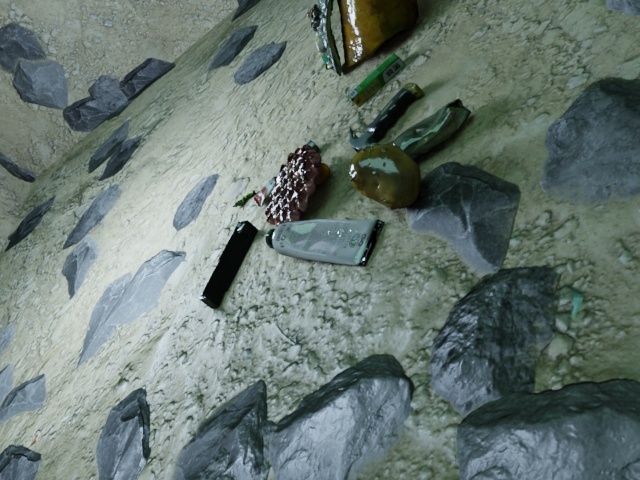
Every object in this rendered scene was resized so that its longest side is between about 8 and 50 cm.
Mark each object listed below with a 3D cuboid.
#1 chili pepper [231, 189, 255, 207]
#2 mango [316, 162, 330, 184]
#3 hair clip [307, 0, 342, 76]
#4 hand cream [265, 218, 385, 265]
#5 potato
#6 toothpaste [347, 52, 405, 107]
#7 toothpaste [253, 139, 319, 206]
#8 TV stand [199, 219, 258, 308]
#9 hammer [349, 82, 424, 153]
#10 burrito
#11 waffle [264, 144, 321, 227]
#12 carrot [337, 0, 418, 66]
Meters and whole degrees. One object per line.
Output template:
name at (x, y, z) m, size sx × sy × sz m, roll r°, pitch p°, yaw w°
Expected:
chili pepper at (-0.227, -0.123, 2.192) m, size 0.083 × 0.022 × 0.027 m, roll -36°, pitch 30°, yaw 10°
mango at (-0.011, -0.173, 1.959) m, size 0.089 × 0.046 × 0.060 m, roll -25°, pitch 38°, yaw 39°
hair clip at (0.008, -0.654, 2.238) m, size 0.091 × 0.321 × 0.138 m, roll -8°, pitch 33°, yaw -1°
hand cream at (0.000, 0.000, 1.735) m, size 0.336 × 0.076 × 0.121 m, roll 2°, pitch 60°, yaw 44°
potato at (0.147, -0.143, 1.634) m, size 0.176 × 0.137 × 0.137 m, roll 32°, pitch 78°, yaw 25°
toothpaste at (0.156, -0.451, 2.089) m, size 0.178 × 0.037 × 0.043 m, roll -41°, pitch 27°, yaw 9°
toothpaste at (-0.098, -0.188, 2.095) m, size 0.239 × 0.039 × 0.062 m, roll -45°, pitch 37°, yaw 7°
TV stand at (-0.243, 0.061, 1.968) m, size 0.040 × 0.049 × 0.256 m, roll -9°, pitch 46°, yaw 45°
hammer at (0.168, -0.312, 1.906) m, size 0.226 × 0.041 × 0.159 m, roll -49°, pitch 32°, yaw -3°
burrito at (0.209, -0.221, 1.719) m, size 0.309 × 0.066 × 0.096 m, roll -33°, pitch 35°, yaw 21°
waffle at (-0.069, -0.141, 1.937) m, size 0.221 × 0.055 × 0.234 m, roll 9°, pitch 80°, yaw 63°
carrot at (0.166, -0.704, 2.201) m, size 0.242 × 0.340 × 0.241 m, roll -8°, pitch 31°, yaw 5°
